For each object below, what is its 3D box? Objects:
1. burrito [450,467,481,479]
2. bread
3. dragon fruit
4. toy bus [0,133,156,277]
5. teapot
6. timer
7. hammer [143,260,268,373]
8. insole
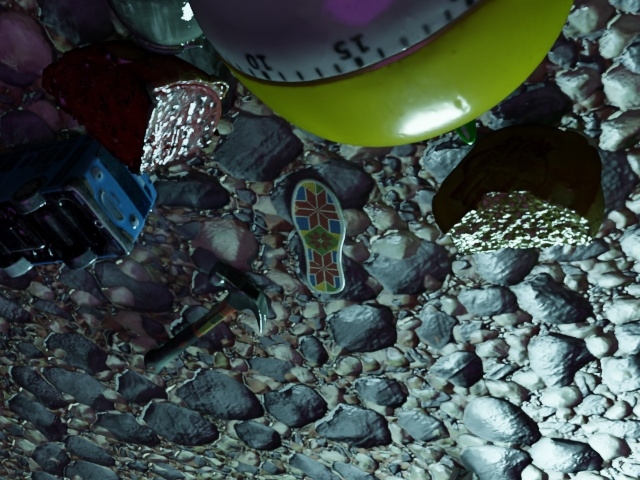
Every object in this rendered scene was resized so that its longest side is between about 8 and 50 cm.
[{"bbox_3d":[0.270,0.460,1.211,0.064,0.064,0.203,-13,128,27],"label":"burrito"},{"bbox_3d":[0.190,-0.051,0.685,0.156,0.125,0.086,-9,139,26],"label":"bread"},{"bbox_3d":[-0.182,-0.158,0.705,0.161,0.127,0.121,37,132,9],"label":"dragon fruit"},{"bbox_3d":[-0.310,-0.045,0.824,0.233,0.134,0.116,-6,132,28],"label":"toy bus"},{"bbox_3d":[-0.154,-0.222,0.624,0.149,0.111,0.108,10,145,2],"label":"teapot"},{"bbox_3d":[0.063,-0.174,0.516,0.285,0.285,0.285,8,135,8],"label":"timer"},{"bbox_3d":[-0.179,0.129,1.031,0.111,0.033,0.287,37,132,-19],"label":"hammer"},{"bbox_3d":[0.000,0.000,0.870,0.065,0.006,0.193,5,134,11],"label":"insole"}]
